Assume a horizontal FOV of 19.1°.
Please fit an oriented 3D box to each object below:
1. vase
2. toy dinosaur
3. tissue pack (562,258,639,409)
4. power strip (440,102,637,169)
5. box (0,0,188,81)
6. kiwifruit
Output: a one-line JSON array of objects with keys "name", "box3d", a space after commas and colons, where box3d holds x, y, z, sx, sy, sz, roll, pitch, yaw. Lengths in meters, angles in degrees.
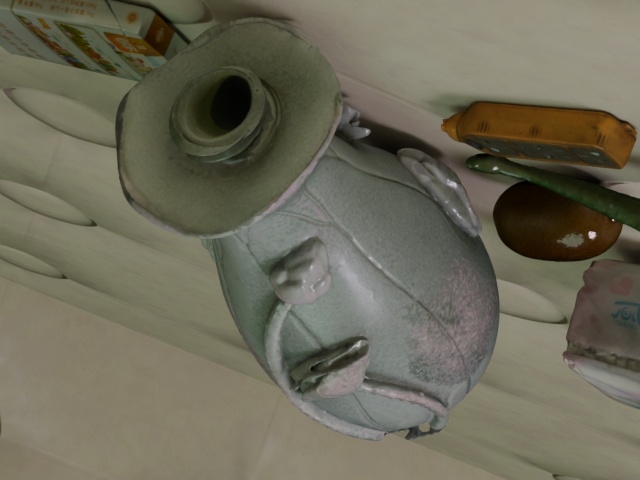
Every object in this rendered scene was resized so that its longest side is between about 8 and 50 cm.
[{"name": "vase", "box3d": [0.000, 0.000, 1.601, 0.250, 0.250, 0.445, 13, 160, 29]}, {"name": "toy dinosaur", "box3d": [0.357, 0.014, 1.459, 0.447, 0.087, 0.301, 13, -175, -19]}, {"name": "tissue pack", "box3d": [0.376, 0.110, 1.697, 0.271, 0.124, 0.201, 12, 168, 30]}, {"name": "power strip", "box3d": [0.163, -0.082, 1.463, 0.178, 0.028, 0.049, 9, 164, 42]}, {"name": "box", "box3d": [-0.211, -0.179, 1.637, 0.220, 0.032, 0.122, 14, 165, 29]}, {"name": "kiwifruit", "box3d": [0.197, -0.017, 1.583, 0.075, 0.075, 0.124, 31, 160, -37]}]
